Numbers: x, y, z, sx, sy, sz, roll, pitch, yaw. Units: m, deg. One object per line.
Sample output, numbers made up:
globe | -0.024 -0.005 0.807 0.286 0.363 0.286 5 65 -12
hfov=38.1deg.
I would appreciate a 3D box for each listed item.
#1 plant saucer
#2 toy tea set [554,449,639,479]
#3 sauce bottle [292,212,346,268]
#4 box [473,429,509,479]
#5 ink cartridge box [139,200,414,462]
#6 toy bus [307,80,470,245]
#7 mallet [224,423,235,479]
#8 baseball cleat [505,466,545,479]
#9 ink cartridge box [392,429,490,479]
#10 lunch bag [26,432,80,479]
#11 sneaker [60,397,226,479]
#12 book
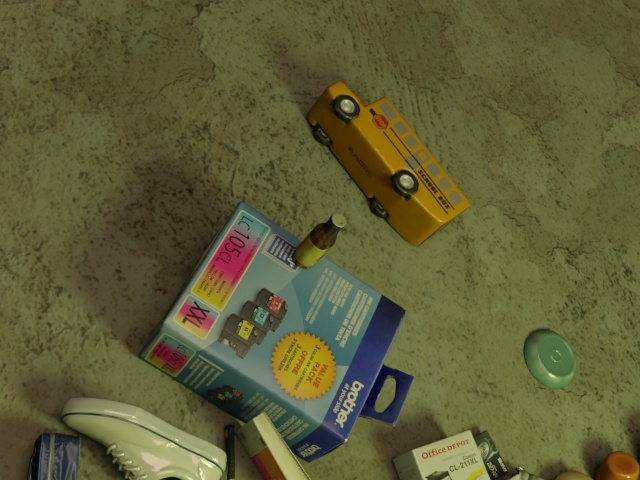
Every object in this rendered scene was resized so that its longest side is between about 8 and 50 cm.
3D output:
plant saucer | 0.444 0.222 1.766 0.119 0.021 0.119 11 61 -20
toy tea set | 0.566 0.474 1.667 0.336 0.124 0.200 -19 45 -28
sauce bottle | 0.000 0.000 1.424 0.042 0.128 0.042 13 58 -23
box | 0.281 0.381 1.609 0.067 0.018 0.083 -18 74 -31
ink cartridge box | -0.044 0.164 1.487 0.395 0.151 0.270 34 56 -8
toy bus | 0.125 -0.153 1.749 0.130 0.108 0.333 -33 82 -35
mallet | -0.139 0.375 1.405 0.039 0.062 0.190 12 46 -24
baseball cleat | 0.324 0.480 1.558 0.109 0.072 0.206 29 47 -1
ink cartridge box | 0.214 0.417 1.525 0.127 0.072 0.175 -12 71 -29
lunch bag | -0.375 0.321 1.293 0.065 0.067 0.099 9 63 -21
sneaker | -0.258 0.307 1.340 0.258 0.094 0.091 25 53 -13
book | -0.073 0.340 1.413 0.035 0.096 0.144 -29 81 -32
